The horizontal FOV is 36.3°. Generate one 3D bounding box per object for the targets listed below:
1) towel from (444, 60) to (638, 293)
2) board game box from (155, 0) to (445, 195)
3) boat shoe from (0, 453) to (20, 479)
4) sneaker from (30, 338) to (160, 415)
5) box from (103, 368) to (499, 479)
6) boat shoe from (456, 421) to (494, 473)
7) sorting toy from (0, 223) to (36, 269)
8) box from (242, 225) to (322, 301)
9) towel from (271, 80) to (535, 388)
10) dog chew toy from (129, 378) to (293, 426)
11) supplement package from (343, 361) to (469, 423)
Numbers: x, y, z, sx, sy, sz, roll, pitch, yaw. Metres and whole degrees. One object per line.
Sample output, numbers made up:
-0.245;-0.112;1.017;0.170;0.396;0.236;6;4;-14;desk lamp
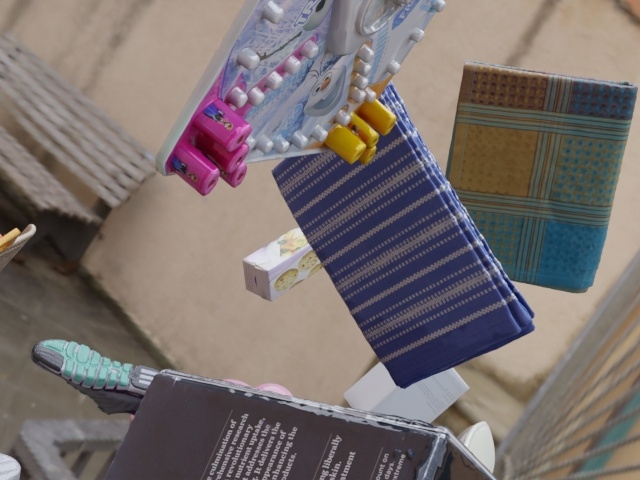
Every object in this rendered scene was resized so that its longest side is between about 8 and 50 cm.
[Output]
0.334;-0.094;1.560;0.271;0.370;0.040;10;31;10;towel
0.061;-0.218;0.870;0.050;0.390;0.390;40;22;13;board game box
-0.611;0.413;1.461;0.121;0.119;0.335;24;24;39;boat shoe
-0.363;0.236;1.566;0.223;0.098;0.083;20;26;-7;sneaker
0.021;0.429;1.315;0.471;0.298;0.480;6;-28;40;box
0.265;0.446;1.895;0.305;0.091;0.109;-40;109;-60;boat shoe
-0.598;0.046;1.679;0.047;0.347;0.196;51;42;-3;sorting toy
0.000;0.000;1.710;0.063;0.067;0.324;23;40;36;box
0.091;0.003;1.183;0.040;0.243;0.336;-26;84;-44;towel
-0.191;0.359;1.869;0.331;0.207;0.206;-8;24;-20;dog chew toy
0.149;0.265;1.716;0.105;0.179;0.105;51;-3;-24;supplement package
